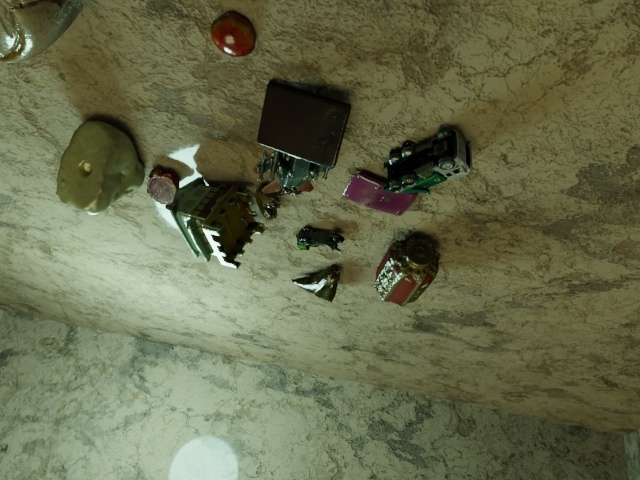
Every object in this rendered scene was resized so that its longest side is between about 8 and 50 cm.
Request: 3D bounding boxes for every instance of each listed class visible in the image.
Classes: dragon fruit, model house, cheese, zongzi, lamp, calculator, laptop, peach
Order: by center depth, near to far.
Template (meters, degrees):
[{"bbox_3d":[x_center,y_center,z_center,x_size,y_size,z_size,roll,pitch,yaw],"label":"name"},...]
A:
[{"bbox_3d":[-0.185,-0.418,0.971,0.098,0.061,0.098,7,141,6],"label":"peach"},{"bbox_3d":[-0.042,-0.265,1.075,0.207,0.026,0.153,21,116,15],"label":"laptop"},{"bbox_3d":[0.167,-0.128,1.312,0.191,0.034,0.126,18,146,-8],"label":"calculator"},{"bbox_3d":[-0.628,-0.231,1.374,0.174,0.251,0.247,22,113,12],"label":"cheese"},{"bbox_3d":[-0.323,-0.057,1.447,0.216,0.198,0.224,12,143,24],"label":"model house"},{"bbox_3d":[-0.486,-0.173,1.476,0.112,0.068,0.126,-28,117,27],"label":"dragon fruit"},{"bbox_3d":[0.274,0.102,1.507,0.177,0.176,0.273,16,146,-2],"label":"lamp"},{"bbox_3d":[-0.019,0.139,1.769,0.184,0.084,0.187,22,142,7],"label":"zongzi"}]

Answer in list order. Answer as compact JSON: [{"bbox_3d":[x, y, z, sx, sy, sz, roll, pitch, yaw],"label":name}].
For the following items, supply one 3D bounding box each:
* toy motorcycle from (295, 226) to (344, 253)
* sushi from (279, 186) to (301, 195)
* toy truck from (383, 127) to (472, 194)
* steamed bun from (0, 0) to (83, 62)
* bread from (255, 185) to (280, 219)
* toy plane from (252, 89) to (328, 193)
[{"bbox_3d":[0.000,0.000,1.557,0.173,0.058,0.100,4,154,19],"label":"toy motorcycle"},{"bbox_3d":[-0.078,-0.153,1.356,0.100,0.047,0.050,-11,137,32],"label":"sushi"},{"bbox_3d":[0.261,-0.177,1.135,0.116,0.110,0.216,24,149,-38],"label":"toy truck"},{"bbox_3d":[-0.549,-0.482,0.870,0.199,0.251,0.301,13,153,-17],"label":"steamed bun"},{"bbox_3d":[-0.159,-0.121,1.414,0.060,0.082,0.113,-25,154,-15],"label":"bread"},{"bbox_3d":[-0.050,-0.229,1.173,0.223,0.104,0.326,-4,150,-22],"label":"toy plane"}]
